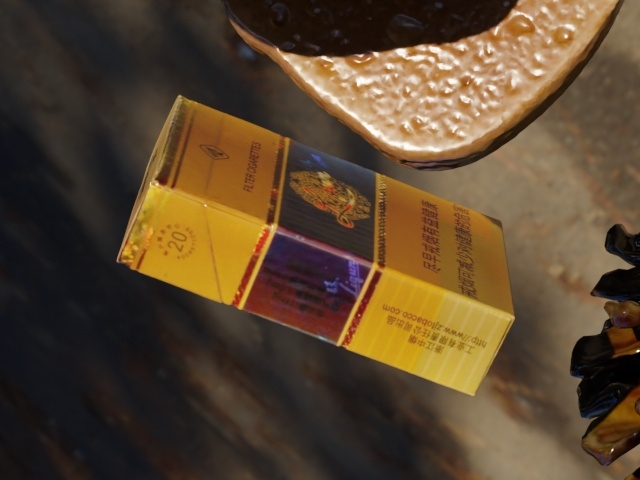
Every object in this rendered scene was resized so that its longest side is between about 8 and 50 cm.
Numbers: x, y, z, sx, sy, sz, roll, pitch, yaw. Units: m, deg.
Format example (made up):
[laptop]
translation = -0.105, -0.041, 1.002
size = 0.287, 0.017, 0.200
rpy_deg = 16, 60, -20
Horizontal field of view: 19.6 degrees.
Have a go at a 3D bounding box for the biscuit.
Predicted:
[biscuit]
translation = 0.062, -0.142, 1.028
size = 0.192, 0.186, 0.036
rpy_deg = 41, 178, 15

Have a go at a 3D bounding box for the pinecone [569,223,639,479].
[pinecone]
translation = 0.364, 0.092, 1.370
size = 0.398, 0.398, 0.397
rpy_deg = 37, 160, 16

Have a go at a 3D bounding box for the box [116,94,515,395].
[box]
translation = 0.000, -0.001, 1.177
size = 0.237, 0.070, 0.152
rpy_deg = 19, -156, -7
